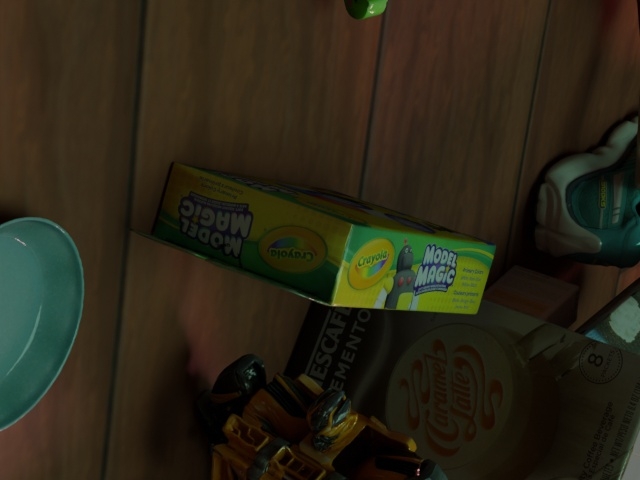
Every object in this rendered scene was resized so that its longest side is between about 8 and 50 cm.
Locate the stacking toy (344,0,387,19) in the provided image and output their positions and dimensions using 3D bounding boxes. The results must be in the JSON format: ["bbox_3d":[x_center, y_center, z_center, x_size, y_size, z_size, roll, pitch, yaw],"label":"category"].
[{"bbox_3d":[0.089,-0.248,1.059,0.167,0.052,0.221,-17,121,-39],"label":"stacking toy"}]

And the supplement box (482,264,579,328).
[{"bbox_3d":[0.159,0.063,1.397,0.098,0.062,0.036,-36,135,-44],"label":"supplement box"}]

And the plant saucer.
[{"bbox_3d":[-0.168,0.042,0.882,0.119,0.021,0.119,-37,138,-43],"label":"plant saucer"}]

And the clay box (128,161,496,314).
[{"bbox_3d":[0.000,0.000,1.028,0.222,0.127,0.053,9,99,-61],"label":"clay box"}]

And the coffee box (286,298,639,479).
[{"bbox_3d":[0.106,0.113,1.150,0.098,0.246,0.141,25,85,-59],"label":"coffee box"}]

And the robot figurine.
[{"bbox_3d":[0.001,0.201,1.088,0.085,0.211,0.291,-44,149,-33],"label":"robot figurine"}]

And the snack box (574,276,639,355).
[{"bbox_3d":[0.225,0.096,1.397,0.322,0.060,0.187,-34,172,-36],"label":"snack box"}]

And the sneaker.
[{"bbox_3d":[0.284,-0.034,1.500,0.275,0.110,0.107,-30,132,-49],"label":"sneaker"}]

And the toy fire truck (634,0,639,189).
[{"bbox_3d":[0.323,-0.168,1.357,0.158,0.217,0.246,-46,139,-37],"label":"toy fire truck"}]
